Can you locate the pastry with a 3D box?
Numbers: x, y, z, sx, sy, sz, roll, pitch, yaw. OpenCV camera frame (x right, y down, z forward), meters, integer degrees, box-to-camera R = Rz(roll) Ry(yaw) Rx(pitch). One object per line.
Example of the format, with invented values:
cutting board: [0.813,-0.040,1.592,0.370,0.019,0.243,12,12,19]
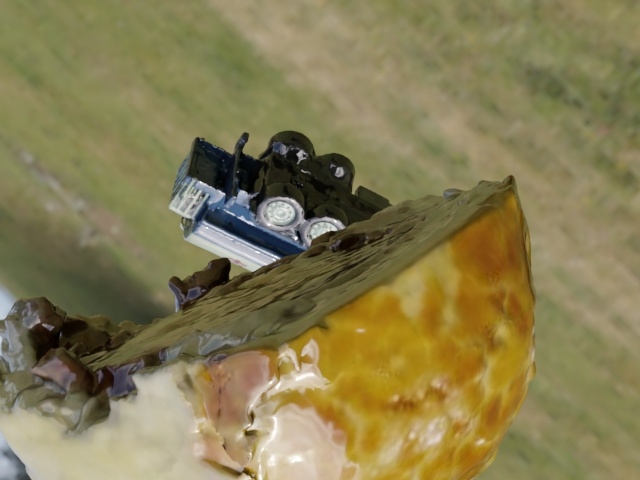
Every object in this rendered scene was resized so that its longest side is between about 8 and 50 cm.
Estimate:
pastry: [-0.002,0.076,0.919,0.237,0.256,0.170,-10,99,46]

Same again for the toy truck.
toy truck: [0.000,0.000,1.267,0.201,0.088,0.074,26,-145,-15]
